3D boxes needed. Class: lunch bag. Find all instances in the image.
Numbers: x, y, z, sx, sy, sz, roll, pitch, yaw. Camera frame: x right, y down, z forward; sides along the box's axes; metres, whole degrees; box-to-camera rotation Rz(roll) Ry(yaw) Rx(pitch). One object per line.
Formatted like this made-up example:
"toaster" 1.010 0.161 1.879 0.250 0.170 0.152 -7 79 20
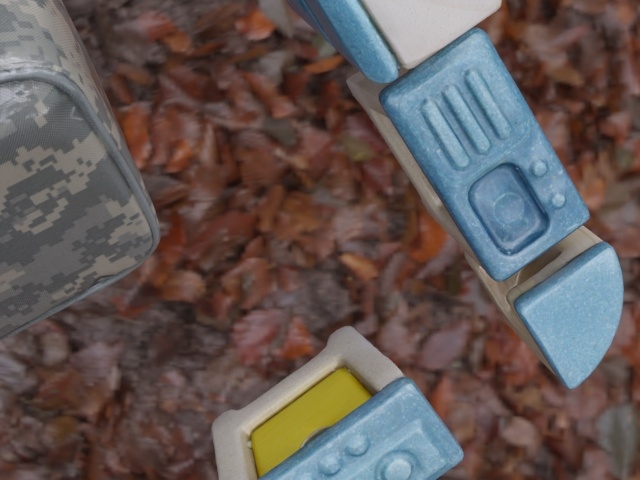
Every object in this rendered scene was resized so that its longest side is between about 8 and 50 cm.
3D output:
"lunch bag" -0.257 -0.068 0.679 0.305 0.212 0.256 -28 65 -2

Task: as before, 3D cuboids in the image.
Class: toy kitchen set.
"toy kitchen set" 0.000 0.000 0.455 0.166 0.122 0.207 -35 113 0
